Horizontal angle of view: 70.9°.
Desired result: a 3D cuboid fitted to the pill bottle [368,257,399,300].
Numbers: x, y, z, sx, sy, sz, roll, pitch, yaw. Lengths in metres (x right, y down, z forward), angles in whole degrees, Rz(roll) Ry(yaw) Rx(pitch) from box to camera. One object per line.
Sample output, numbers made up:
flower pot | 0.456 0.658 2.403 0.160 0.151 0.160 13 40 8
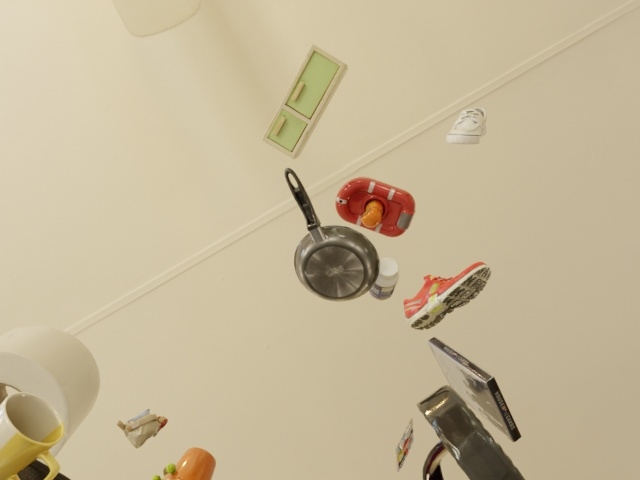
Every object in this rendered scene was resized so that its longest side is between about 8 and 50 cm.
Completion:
pill bottle | 0.152 0.091 1.080 0.067 0.120 0.067 1 -122 -2

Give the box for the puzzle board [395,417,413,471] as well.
puzzle board | 0.255 0.611 1.346 0.011 0.128 0.096 8 -63 30

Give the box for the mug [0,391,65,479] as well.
mug | -0.280 0.189 0.407 0.064 0.078 0.062 -45 -44 -5

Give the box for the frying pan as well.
frying pan | 0.029 0.002 0.982 0.197 0.053 0.326 -1 -64 9

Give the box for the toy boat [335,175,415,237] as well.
toy boat | 0.152 -0.086 1.294 0.231 0.151 0.151 20 -62 8

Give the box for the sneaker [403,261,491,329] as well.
sneaker | 0.336 0.133 1.249 0.279 0.118 0.107 -41 -44 24

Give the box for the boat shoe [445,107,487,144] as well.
boat shoe | 0.413 -0.325 1.262 0.095 0.258 0.084 9 -65 22

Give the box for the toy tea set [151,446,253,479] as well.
toy tea set | -0.220 0.594 0.978 0.336 0.124 0.200 29 -57 -1

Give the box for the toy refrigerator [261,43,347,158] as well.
toy refrigerator | -0.041 -0.356 1.171 0.102 0.094 0.270 31 -74 -3

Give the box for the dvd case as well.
dvd case | 0.360 0.347 1.077 0.029 0.238 0.179 -32 -73 -9

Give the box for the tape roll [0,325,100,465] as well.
tape roll | -0.569 0.300 0.846 0.246 0.169 0.246 0 -87 -8

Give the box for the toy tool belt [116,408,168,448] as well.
toy tool belt | -0.297 0.304 0.753 0.051 0.083 0.052 33 -83 11

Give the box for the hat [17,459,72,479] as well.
hat | -0.366 0.392 0.484 0.134 0.331 0.331 -38 -78 -8

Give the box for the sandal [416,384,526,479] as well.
sandal | 0.180 0.310 0.550 0.107 0.167 0.446 -36 -47 -2
